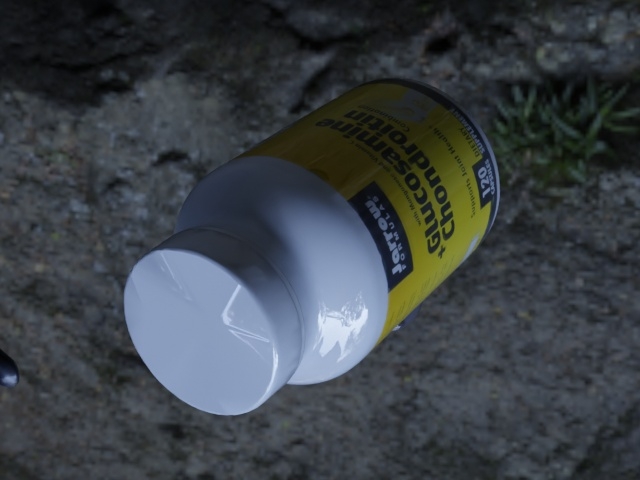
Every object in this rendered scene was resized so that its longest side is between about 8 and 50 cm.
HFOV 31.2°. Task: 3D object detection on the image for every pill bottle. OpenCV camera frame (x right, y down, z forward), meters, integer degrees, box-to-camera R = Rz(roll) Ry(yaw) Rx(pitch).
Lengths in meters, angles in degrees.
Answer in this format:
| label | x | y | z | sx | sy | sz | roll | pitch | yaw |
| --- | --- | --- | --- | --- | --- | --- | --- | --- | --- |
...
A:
| label | x | y | z | sx | sy | sz | roll | pitch | yaw |
| --- | --- | --- | --- | --- | --- | --- | --- | --- | --- |
| pill bottle | 0.000 | 0.000 | 0.511 | 0.103 | 0.103 | 0.184 | -6 | -160 | 36 |

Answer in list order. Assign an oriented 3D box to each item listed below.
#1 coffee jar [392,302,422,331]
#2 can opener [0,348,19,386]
| label | x | y | z | sx | sy | sz | roll | pitch | yaw |
| --- | --- | --- | --- | --- | --- | --- | --- | --- | --- |
| coffee jar | 0.028 | 0.001 | 0.837 | 0.079 | 0.096 | 0.184 | -4 | -166 | -2 |
| can opener | -0.256 | 0.040 | 0.665 | 0.186 | 0.059 | 0.073 | 25 | 139 | 7 |
